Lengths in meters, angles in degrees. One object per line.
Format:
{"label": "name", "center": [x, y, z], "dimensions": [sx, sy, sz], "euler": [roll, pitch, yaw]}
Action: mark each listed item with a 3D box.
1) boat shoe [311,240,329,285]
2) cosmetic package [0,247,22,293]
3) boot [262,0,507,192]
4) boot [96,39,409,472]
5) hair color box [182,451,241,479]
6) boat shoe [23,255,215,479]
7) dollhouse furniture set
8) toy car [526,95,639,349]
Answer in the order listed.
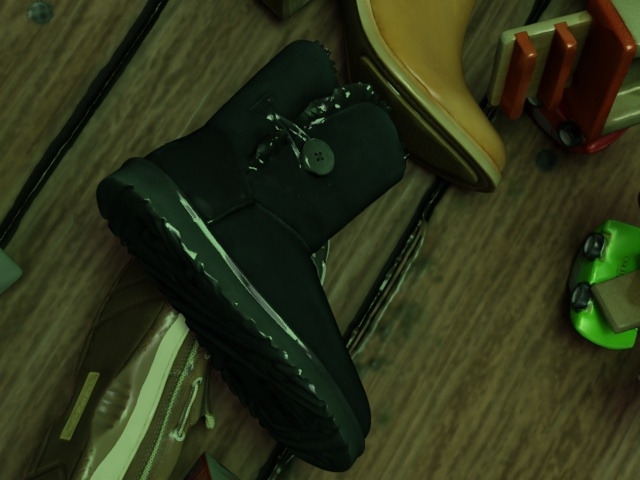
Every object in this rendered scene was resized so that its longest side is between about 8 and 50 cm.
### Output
{"label": "boat shoe", "center": [-0.018, 0.021, 0.646], "dimensions": [0.046, 0.038, 0.125], "euler": [14, 83, -6]}
{"label": "cosmetic package", "center": [-0.304, -0.036, 0.431], "dimensions": [0.217, 0.385, 0.156], "euler": [46, 73, -1]}
{"label": "boot", "center": [0.096, -0.196, 0.663], "dimensions": [0.220, 0.109, 0.283], "euler": [-42, 84, -14]}
{"label": "boot", "center": [0.000, 0.000, 0.582], "dimensions": [0.207, 0.094, 0.246], "euler": [-40, 96, -34]}
{"label": "hair color box", "center": [-0.052, 0.194, 0.557], "dimensions": [0.093, 0.167, 0.053], "euler": [39, 80, -3]}
{"label": "boat shoe", "center": [-0.119, 0.104, 0.611], "dimensions": [0.095, 0.095, 0.257], "euler": [38, 70, -38]}
{"label": "dollhouse furniture set", "center": [0.219, -0.029, 0.529], "dimensions": [0.135, 0.262, 0.259], "euler": [-16, 61, -7]}
{"label": "toy car", "center": [0.241, -0.025, 0.680], "dimensions": [0.239, 0.053, 0.224], "euler": [19, 82, -5]}
